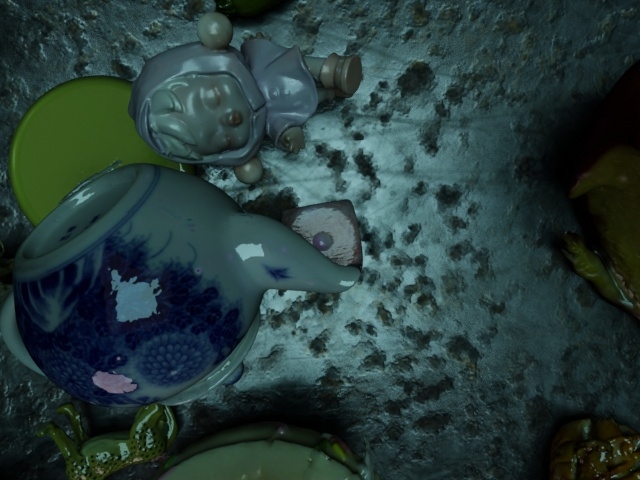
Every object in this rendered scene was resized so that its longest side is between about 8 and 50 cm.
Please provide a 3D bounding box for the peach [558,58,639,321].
[{"bbox_3d":[0.467,-0.009,0.515,0.352,0.339,0.417,-4,96,1],"label":"peach"}]

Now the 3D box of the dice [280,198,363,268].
[{"bbox_3d":[0.000,0.000,0.611,0.094,0.091,0.093,-8,94,-2],"label":"dice"}]

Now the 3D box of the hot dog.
[{"bbox_3d":[0.367,0.400,0.598,0.158,0.117,0.349,10,72,-2],"label":"hot dog"}]

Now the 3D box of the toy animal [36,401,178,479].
[{"bbox_3d":[-0.251,0.255,0.630,0.181,0.073,0.136,-20,102,-14],"label":"toy animal"}]

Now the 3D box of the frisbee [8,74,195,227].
[{"bbox_3d":[-0.280,-0.093,0.627,0.235,0.017,0.236,0,94,-3],"label":"frisbee"}]

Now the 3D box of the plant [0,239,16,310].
[{"bbox_3d":[-0.396,0.039,0.611,0.122,0.104,0.117,-37,133,-28],"label":"plant"}]

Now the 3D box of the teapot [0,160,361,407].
[{"bbox_3d":[-0.168,0.070,0.535,0.423,0.252,0.280,-20,124,16],"label":"teapot"}]

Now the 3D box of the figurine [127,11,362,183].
[{"bbox_3d":[-0.089,-0.169,0.576,0.275,0.133,0.200,-14,129,-8],"label":"figurine"}]

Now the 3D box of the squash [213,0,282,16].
[{"bbox_3d":[-0.025,-0.353,0.603,0.258,0.069,0.069,-38,94,-1],"label":"squash"}]

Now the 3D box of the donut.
[{"bbox_3d":[-0.093,0.394,0.539,0.306,0.150,0.372,3,61,15],"label":"donut"}]
